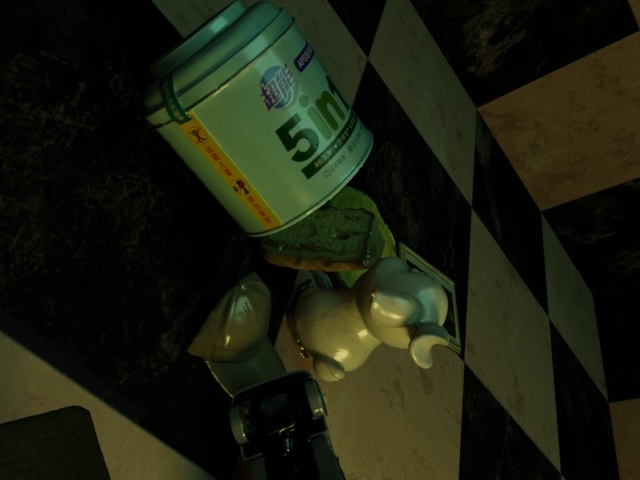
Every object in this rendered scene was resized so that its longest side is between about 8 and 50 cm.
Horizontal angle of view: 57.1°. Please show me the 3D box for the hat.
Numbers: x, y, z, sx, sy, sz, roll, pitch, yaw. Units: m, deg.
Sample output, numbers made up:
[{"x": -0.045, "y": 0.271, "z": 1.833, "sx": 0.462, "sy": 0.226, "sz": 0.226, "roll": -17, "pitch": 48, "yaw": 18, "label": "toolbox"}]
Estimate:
[{"x": -0.097, "y": 0.158, "z": 0.933, "sx": 0.173, "sy": 0.144, "sz": 0.166, "roll": 39, "pitch": 40, "yaw": -3, "label": "hat"}]

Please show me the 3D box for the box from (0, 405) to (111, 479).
[{"x": -0.308, "y": 0.266, "z": 0.477, "sx": 0.273, "sy": 0.143, "sz": 0.184, "roll": 8, "pitch": 55, "yaw": -66, "label": "box"}]

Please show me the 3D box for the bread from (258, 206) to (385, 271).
[{"x": 0.000, "y": 0.000, "z": 1.072, "sx": 0.088, "sy": 0.232, "sz": 0.128, "roll": 62, "pitch": 39, "yaw": -52, "label": "bread"}]

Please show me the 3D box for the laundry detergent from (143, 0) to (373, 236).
[{"x": -0.112, "y": -0.210, "z": 0.969, "sx": 0.305, "sy": 0.287, "sz": 0.287, "roll": 52, "pitch": 36, "yaw": -24, "label": "laundry detergent"}]

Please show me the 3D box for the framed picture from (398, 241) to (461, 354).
[{"x": 0.299, "y": 0.157, "z": 1.583, "sx": 0.293, "sy": 0.018, "sz": 0.231, "roll": 33, "pitch": 46, "yaw": -42, "label": "framed picture"}]

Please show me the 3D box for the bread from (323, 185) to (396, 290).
[{"x": 0.095, "y": 0.020, "z": 1.350, "sx": 0.301, "sy": 0.045, "sz": 0.301, "roll": 29, "pitch": 52, "yaw": -45, "label": "bread"}]

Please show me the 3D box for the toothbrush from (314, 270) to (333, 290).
[{"x": -0.047, "y": -0.021, "z": 1.193, "sx": 0.288, "sy": 0.021, "sz": 0.024, "roll": 63, "pitch": 23, "yaw": -8, "label": "toothbrush"}]

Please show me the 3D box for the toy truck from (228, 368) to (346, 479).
[{"x": -0.018, "y": 0.375, "z": 0.808, "sx": 0.175, "sy": 0.146, "sz": 0.367, "roll": 76, "pitch": -4, "yaw": -55, "label": "toy truck"}]

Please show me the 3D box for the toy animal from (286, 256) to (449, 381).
[{"x": 0.100, "y": 0.135, "z": 1.049, "sx": 0.247, "sy": 0.310, "sz": 0.183, "roll": -39, "pitch": 107, "yaw": -50, "label": "toy animal"}]
